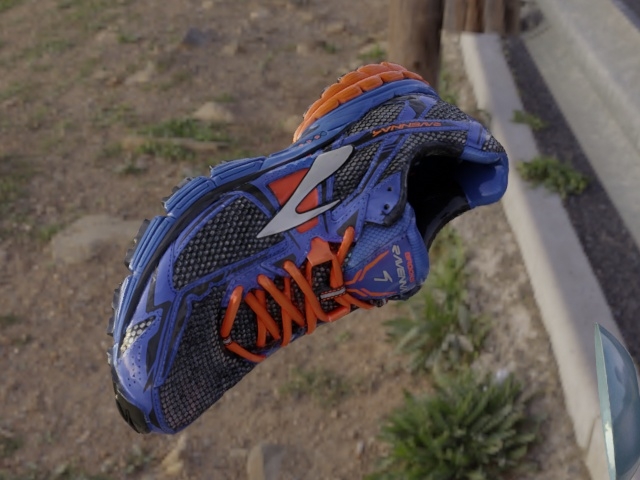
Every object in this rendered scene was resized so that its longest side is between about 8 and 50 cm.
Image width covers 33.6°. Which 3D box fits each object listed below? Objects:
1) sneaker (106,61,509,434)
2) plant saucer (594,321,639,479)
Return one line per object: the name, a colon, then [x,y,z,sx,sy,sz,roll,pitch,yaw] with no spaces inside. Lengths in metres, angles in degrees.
sneaker: [0.000,0.000,0.448,0.087,0.083,0.221,25,56,33]
plant saucer: [0.334,0.186,1.182,0.037,0.195,0.195,-5,26,10]
